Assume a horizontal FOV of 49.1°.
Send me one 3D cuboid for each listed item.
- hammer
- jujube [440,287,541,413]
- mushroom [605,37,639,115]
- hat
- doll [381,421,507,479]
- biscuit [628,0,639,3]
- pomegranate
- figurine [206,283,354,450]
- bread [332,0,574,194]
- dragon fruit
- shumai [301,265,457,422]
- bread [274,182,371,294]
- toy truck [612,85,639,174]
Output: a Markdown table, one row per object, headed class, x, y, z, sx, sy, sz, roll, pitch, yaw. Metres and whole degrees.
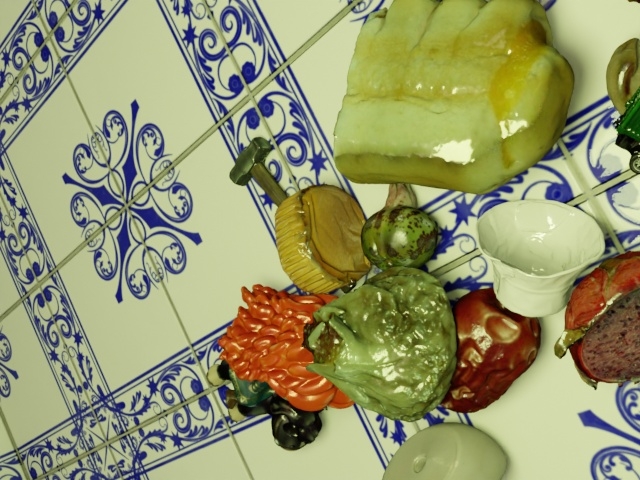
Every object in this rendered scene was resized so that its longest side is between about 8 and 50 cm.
| class | x | y | z | sx | sy | sz | roll | pitch | yaw |
| --- | --- | --- | --- | --- | --- | --- | --- | --- | --- |
| hammer | -0.052 | -0.042 | 1.411 | 0.365 | 0.043 | 0.111 | 52 | 124 | 15 |
| jujube | 0.262 | 0.186 | 1.163 | 0.155 | 0.155 | 0.230 | 44 | 132 | 21 |
| mushroom | 0.543 | -0.237 | 0.894 | 0.329 | 0.122 | 0.159 | -2 | 62 | 36 |
| hat | 0.330 | 0.036 | 1.076 | 0.203 | 0.203 | 0.126 | 19 | 134 | 32 |
| doll | 0.231 | 0.453 | 1.233 | 0.251 | 0.221 | 0.221 | -47 | 69 | 4 |
| biscuit | 0.496 | -0.441 | 0.874 | 0.318 | 0.040 | 0.317 | -1 | 88 | 47 |
| pomegranate | 0.132 | -0.023 | 1.224 | 0.138 | 0.126 | 0.163 | -16 | 89 | 50 |
| figurine | -0.075 | 0.259 | 1.394 | 0.306 | 0.241 | 0.411 | 51 | 135 | 27 |
| bread | 0.216 | -0.215 | 1.073 | 0.342 | 0.210 | 0.300 | 5 | 80 | 29 |
| dragon fruit | 0.432 | 0.088 | 1.003 | 0.224 | 0.218 | 0.148 | -40 | 38 | 16 |
| shumai | 0.086 | 0.168 | 1.134 | 0.189 | 0.218 | 0.255 | 141 | 127 | -71 |
| bread | -0.001 | 0.000 | 1.288 | 0.104 | 0.199 | 0.199 | -27 | 83 | 41 |
| toy truck | 0.501 | -0.108 | 0.870 | 0.259 | 0.088 | 0.121 | 29 | 137 | 9 |
